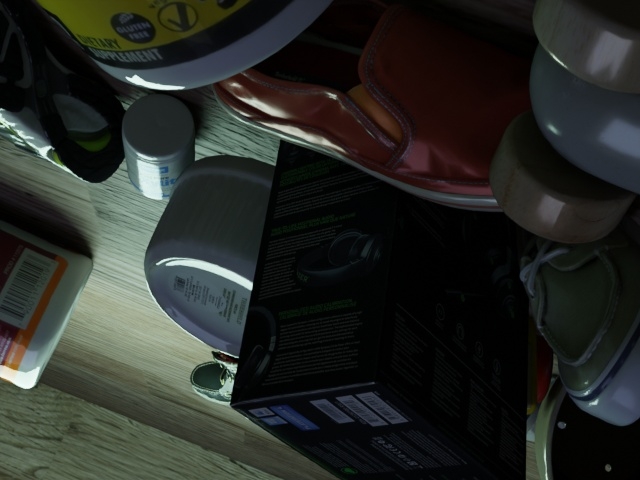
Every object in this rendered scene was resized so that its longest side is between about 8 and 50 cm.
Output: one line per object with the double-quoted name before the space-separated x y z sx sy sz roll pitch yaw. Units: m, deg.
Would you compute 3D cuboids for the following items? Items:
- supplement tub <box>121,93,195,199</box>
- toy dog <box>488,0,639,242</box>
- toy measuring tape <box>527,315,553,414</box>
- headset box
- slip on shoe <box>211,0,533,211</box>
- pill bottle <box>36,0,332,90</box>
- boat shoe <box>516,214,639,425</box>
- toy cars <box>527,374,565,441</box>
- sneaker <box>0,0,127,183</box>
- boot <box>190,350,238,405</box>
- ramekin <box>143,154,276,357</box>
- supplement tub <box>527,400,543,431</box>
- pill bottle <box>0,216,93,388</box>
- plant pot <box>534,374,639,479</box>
"supplement tub" -0.159 -0.091 0.983 0.071 0.071 0.107 22 159 2
"toy dog" 0.250 -0.074 0.548 0.334 0.161 0.220 27 141 -15
"toy measuring tape" 0.163 0.170 0.948 0.121 0.330 0.121 6 138 5
"headset box" 0.067 0.047 0.826 0.131 0.283 0.246 -13 143 31
"slip on shoe" 0.062 -0.106 0.685 0.331 0.123 0.101 18 155 22
"pill bottle" -0.121 -0.236 0.444 0.188 0.187 0.334 8 154 33
"boat shoe" 0.188 0.033 0.721 0.094 0.109 0.302 31 -162 -2
"toy cars" 0.359 0.268 1.306 0.394 0.087 0.176 23 158 -3
"sneaker" -0.310 -0.157 0.930 0.121 0.111 0.300 12 155 34
"boot" -0.144 0.207 1.653 0.237 0.085 0.178 2 149 28
"ramekin" -0.070 0.028 0.954 0.207 0.109 0.207 19 147 13
"supplement tub" 0.149 0.148 1.149 0.200 0.144 0.144 37 154 -32
"pill bottle" -0.565 0.047 1.485 0.392 0.224 0.224 26 158 -9
"plant pot" 0.328 0.214 1.044 0.257 0.256 0.274 22 173 0
